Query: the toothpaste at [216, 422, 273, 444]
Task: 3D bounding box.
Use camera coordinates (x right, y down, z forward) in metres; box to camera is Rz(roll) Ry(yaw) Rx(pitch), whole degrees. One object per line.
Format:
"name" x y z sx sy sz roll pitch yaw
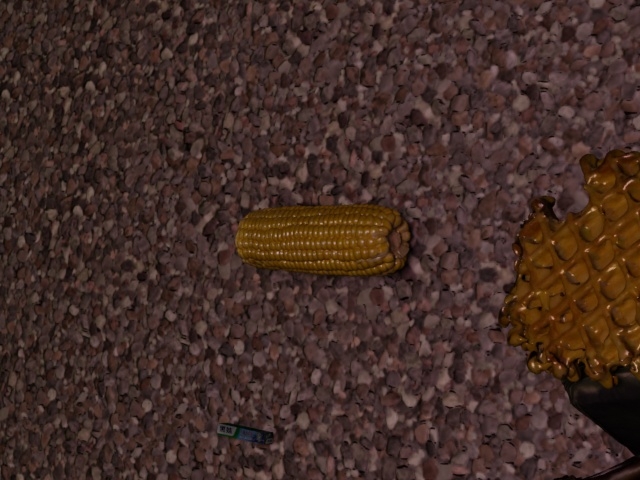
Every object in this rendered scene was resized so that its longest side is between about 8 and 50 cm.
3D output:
"toothpaste" -0.102 0.261 1.591 0.083 0.020 0.017 5 89 35

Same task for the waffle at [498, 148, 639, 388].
"waffle" 0.264 0.023 1.102 0.228 0.051 0.232 12 80 52

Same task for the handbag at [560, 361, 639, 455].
"handbag" 0.413 0.068 1.141 0.340 0.247 0.240 -11 60 34

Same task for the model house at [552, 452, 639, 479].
"model house" 0.427 0.340 1.104 0.282 0.297 0.317 -30 44 15

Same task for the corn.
"corn" 0.000 0.000 1.518 0.244 0.093 0.093 -1 82 35
